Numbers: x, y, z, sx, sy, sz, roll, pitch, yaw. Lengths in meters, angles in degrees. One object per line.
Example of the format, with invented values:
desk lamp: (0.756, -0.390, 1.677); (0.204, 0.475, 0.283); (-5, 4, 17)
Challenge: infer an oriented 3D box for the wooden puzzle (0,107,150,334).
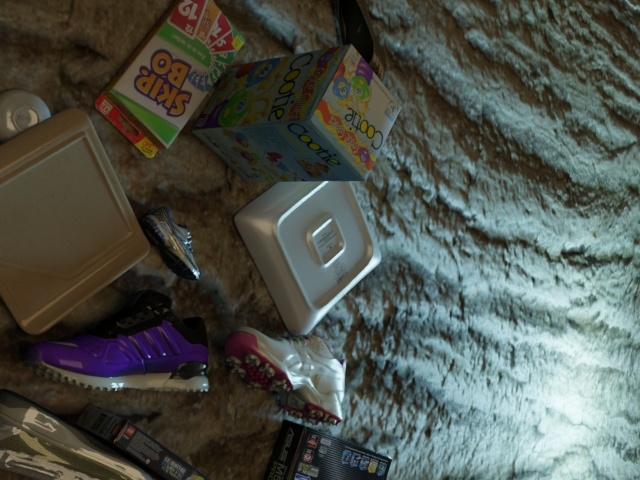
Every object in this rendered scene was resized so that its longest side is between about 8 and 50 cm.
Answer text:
wooden puzzle: (-0.363, -0.027, 1.021); (0.221, 0.044, 0.238); (-42, 124, -34)

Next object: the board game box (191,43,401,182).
board game box: (-0.041, -0.187, 1.167); (0.144, 0.275, 0.142); (43, 64, -37)

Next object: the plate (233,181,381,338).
plate: (0.000, 0.000, 1.382); (0.277, 0.045, 0.278); (-42, 121, -35)

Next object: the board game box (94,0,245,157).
board game box: (-0.225, -0.259, 1.155); (0.124, 0.039, 0.259); (47, 65, -35)

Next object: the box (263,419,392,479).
box: (0.005, 0.474, 1.409); (0.270, 0.060, 0.216); (33, 70, -40)

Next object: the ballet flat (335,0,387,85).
ballet flat: (0.065, -0.387, 1.387); (0.058, 0.084, 0.249); (-22, 104, -57)

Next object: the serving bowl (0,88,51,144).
serving bowl: (-0.393, -0.160, 1.001); (0.083, 0.027, 0.083); (-4, 95, -43)

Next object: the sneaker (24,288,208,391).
sneaker: (-0.280, 0.139, 1.091); (0.293, 0.102, 0.146); (16, 78, -48)

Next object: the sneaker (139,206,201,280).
sneaker: (-0.218, 0.004, 1.168); (0.058, 0.052, 0.135); (-53, 126, -33)

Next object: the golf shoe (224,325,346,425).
golf shoe: (-0.054, 0.209, 1.314); (0.306, 0.115, 0.140); (48, 51, -43)

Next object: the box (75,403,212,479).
box: (-0.251, 0.316, 1.112); (0.207, 0.114, 0.036); (49, 61, -34)

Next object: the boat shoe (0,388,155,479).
boat shoe: (-0.332, 0.323, 1.038); (0.320, 0.118, 0.103); (46, 65, -32)
